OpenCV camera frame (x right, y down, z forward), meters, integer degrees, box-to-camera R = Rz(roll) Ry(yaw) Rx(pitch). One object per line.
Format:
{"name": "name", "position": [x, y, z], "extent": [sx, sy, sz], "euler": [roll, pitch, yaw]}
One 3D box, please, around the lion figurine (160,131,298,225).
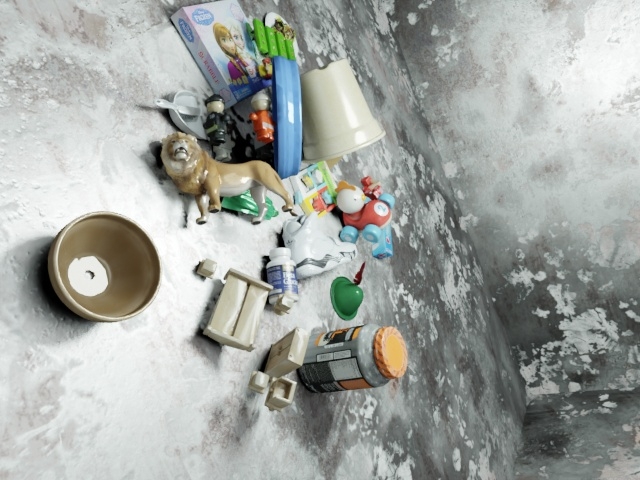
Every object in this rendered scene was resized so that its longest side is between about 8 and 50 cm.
{"name": "lion figurine", "position": [-0.251, -0.174, 1.323], "extent": [0.391, 0.142, 0.240], "euler": [3, 64, -36]}

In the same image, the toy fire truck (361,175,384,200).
{"name": "toy fire truck", "position": [0.229, -0.234, 2.091], "extent": [0.135, 0.192, 0.047], "euler": [-47, 116, -21]}

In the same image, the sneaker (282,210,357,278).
{"name": "sneaker", "position": [0.000, 0.000, 1.658], "extent": [0.365, 0.137, 0.210], "euler": [-18, 92, -53]}

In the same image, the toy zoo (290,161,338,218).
{"name": "toy zoo", "position": [-0.020, -0.192, 1.815], "extent": [0.293, 0.030, 0.193], "euler": [-40, 108, -54]}

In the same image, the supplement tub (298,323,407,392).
{"name": "supplement tub", "position": [0.101, 0.373, 1.472], "extent": [0.193, 0.315, 0.194], "euler": [29, 53, -46]}

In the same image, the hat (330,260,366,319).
{"name": "hat", "position": [0.156, 0.198, 1.746], "extent": [0.208, 0.183, 0.173], "euler": [22, 58, -49]}

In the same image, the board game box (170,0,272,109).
{"name": "board game box", "position": [-0.307, -0.645, 1.586], "extent": [0.318, 0.065, 0.319], "euler": [59, 35, -18]}

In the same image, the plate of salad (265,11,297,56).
{"name": "plate of salad", "position": [-0.152, -0.851, 1.919], "extent": [0.199, 0.048, 0.200], "euler": [28, 53, -45]}

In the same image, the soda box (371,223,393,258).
{"name": "soda box", "position": [0.277, -0.027, 2.120], "extent": [0.067, 0.071, 0.210], "euler": [26, 55, -46]}

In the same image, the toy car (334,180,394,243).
{"name": "toy car", "position": [0.153, -0.146, 1.862], "extent": [0.238, 0.210, 0.219], "euler": [54, 49, -35]}

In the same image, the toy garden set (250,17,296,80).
{"name": "toy garden set", "position": [-0.166, -0.662, 1.701], "extent": [0.244, 0.049, 0.204], "euler": [-3, 81, -62]}

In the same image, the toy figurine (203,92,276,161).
{"name": "toy figurine", "position": [-0.241, -0.341, 1.402], "extent": [0.209, 0.212, 0.148], "euler": [113, -29, -78]}

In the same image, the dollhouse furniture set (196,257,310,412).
{"name": "dollhouse furniture set", "position": [-0.233, 0.272, 1.286], "extent": [0.355, 0.174, 0.303], "euler": [27, 50, -15]}

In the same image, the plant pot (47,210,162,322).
{"name": "plant pot", "position": [-0.471, 0.063, 0.994], "extent": [0.237, 0.109, 0.238], "euler": [29, 53, -47]}

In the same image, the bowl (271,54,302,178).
{"name": "bowl", "position": [-0.113, -0.395, 1.518], "extent": [0.391, 0.077, 0.392], "euler": [178, -90, -83]}

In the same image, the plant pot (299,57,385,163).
{"name": "plant pot", "position": [0.039, -0.491, 1.731], "extent": [0.334, 0.333, 0.306], "euler": [-46, 121, -53]}

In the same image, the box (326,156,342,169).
{"name": "box", "position": [0.019, -0.418, 1.982], "extent": [0.201, 0.021, 0.164], "euler": [60, 36, -17]}

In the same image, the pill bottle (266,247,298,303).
{"name": "pill bottle", "position": [-0.122, 0.114, 1.475], "extent": [0.094, 0.094, 0.170], "euler": [15, 63, -51]}

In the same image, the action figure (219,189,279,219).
{"name": "action figure", "position": [-0.221, -0.121, 1.466], "extent": [0.232, 0.063, 0.137], "euler": [25, 57, -40]}

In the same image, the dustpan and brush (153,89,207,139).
{"name": "dustpan and brush", "position": [-0.403, -0.373, 1.333], "extent": [0.211, 0.060, 0.148], "euler": [-11, 84, -56]}
